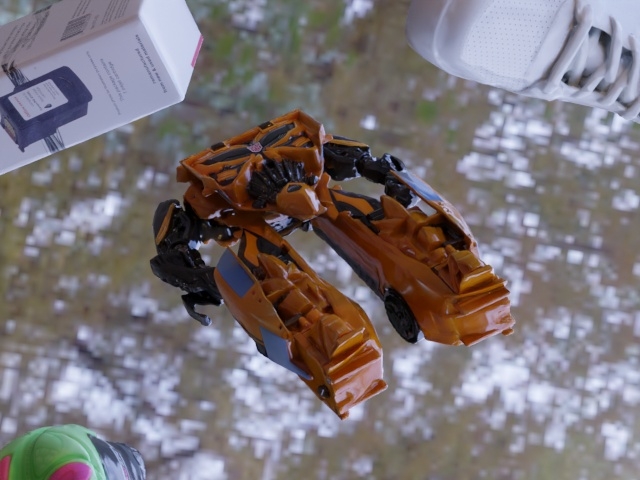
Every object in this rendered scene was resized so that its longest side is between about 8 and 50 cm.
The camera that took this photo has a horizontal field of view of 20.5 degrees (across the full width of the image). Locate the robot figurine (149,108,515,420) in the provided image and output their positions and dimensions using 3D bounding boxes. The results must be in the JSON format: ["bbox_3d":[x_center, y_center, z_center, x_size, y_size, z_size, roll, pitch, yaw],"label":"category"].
[{"bbox_3d":[0.000,0.000,1.267,0.291,0.211,0.085,44,-27,46],"label":"robot figurine"}]

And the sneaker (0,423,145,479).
[{"bbox_3d":[-0.183,0.403,1.590,0.185,0.202,0.482,-3,-89,26],"label":"sneaker"}]

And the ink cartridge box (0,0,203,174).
[{"bbox_3d":[-0.249,-0.167,1.742,0.172,0.237,0.100,-83,150,-63],"label":"ink cartridge box"}]

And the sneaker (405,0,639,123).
[{"bbox_3d":[0.195,-0.105,1.048,0.169,0.292,0.108,44,-60,34],"label":"sneaker"}]
